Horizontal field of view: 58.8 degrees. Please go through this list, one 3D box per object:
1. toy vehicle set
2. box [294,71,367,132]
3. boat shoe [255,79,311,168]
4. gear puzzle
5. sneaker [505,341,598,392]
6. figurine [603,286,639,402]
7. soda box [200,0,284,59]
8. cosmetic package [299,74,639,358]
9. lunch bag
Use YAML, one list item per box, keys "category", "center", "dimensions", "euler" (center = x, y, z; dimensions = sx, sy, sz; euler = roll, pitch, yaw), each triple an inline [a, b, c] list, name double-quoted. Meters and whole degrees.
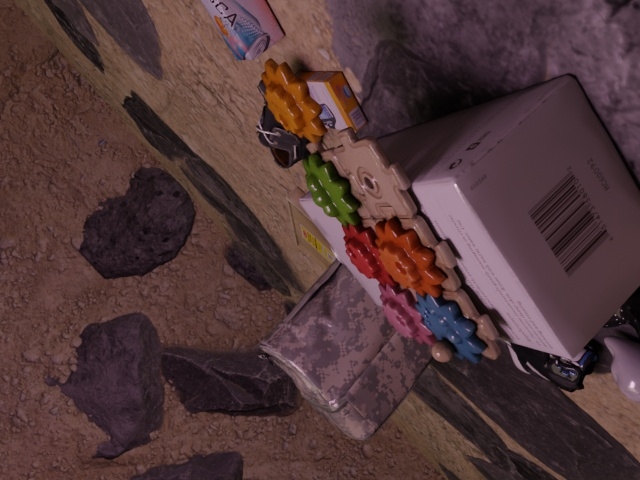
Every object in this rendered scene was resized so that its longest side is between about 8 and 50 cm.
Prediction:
- category: "toy vehicle set"
  center: [0.000, 0.000, 1.306]
  dimensions: [0.166, 0.035, 0.267]
  euler: [43, 165, 18]
- category: "box"
  center: [0.003, -0.198, 0.803]
  dimensions: [0.136, 0.028, 0.081]
  euler: [30, 157, 56]
- category: "boat shoe"
  center: [-0.058, -0.171, 0.864]
  dimensions: [0.084, 0.079, 0.233]
  euler: [55, 179, 14]
- category: "gear puzzle"
  center: [0.039, -0.020, 0.542]
  dimensions: [0.338, 0.044, 0.175]
  euler: [57, 163, -14]
- category: "sneaker"
  center: [0.288, 0.117, 0.735]
  dimensions: [0.217, 0.079, 0.121]
  euler: [47, 165, -31]
- category: "figurine"
  center: [0.351, 0.120, 0.557]
  dimensions: [0.214, 0.092, 0.209]
  euler: [54, 172, -28]
- category: "soda box"
  center: [-0.125, -0.331, 0.745]
  dimensions: [0.058, 0.063, 0.183]
  euler: [27, 155, 55]
- category: "cosmetic package"
  center: [0.138, -0.021, 0.626]
  dimensions: [0.197, 0.155, 0.365]
  euler: [53, 165, -15]
- category: "lunch bag"
  center: [0.060, 0.187, 1.116]
  dimensions: [0.256, 0.305, 0.213]
  euler: [47, 163, -12]
